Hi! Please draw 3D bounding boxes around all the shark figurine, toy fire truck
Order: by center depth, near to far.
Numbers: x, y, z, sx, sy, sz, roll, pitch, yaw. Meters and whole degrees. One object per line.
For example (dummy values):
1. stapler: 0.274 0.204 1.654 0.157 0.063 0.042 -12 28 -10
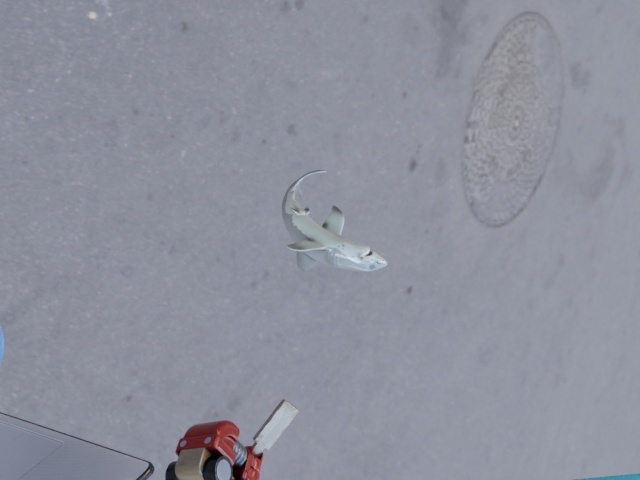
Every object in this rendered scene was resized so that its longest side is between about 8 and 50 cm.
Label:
1. shark figurine: -0.026 -0.012 1.356 0.166 0.278 0.116 -11 134 -29
2. toy fire truck: -0.159 0.414 1.523 0.217 0.158 0.246 57 31 -33

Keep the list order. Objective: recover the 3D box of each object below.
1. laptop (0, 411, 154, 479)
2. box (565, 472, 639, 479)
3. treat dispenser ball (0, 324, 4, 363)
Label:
1. laptop: -0.435 0.184 0.659 0.408 0.382 0.236 -38 129 -52
2. box: 0.491 0.406 1.186 0.100 0.244 0.060 58 26 -46
3. treat dispenser ball: -0.793 0.217 1.550 0.288 0.288 0.288 -25 123 -45
